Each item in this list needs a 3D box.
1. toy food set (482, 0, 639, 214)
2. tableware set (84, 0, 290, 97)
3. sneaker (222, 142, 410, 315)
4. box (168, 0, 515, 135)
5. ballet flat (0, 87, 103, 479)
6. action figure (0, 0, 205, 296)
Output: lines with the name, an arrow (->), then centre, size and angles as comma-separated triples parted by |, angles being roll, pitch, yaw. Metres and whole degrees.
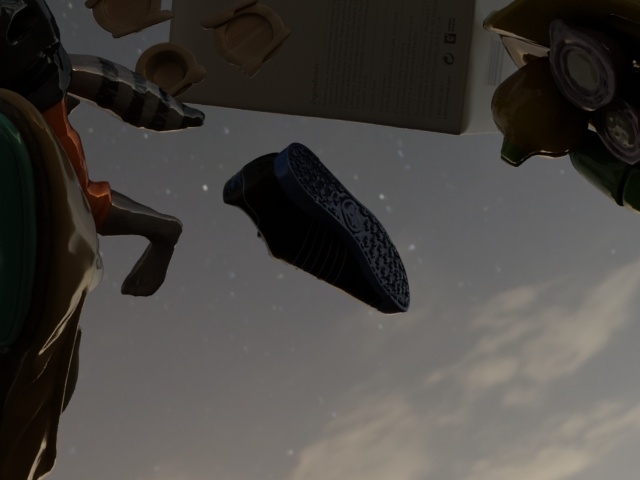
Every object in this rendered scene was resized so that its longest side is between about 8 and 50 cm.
toy food set -> 0.155, -0.036, 0.462 | 0.071, 0.218, 0.128 | -55, -32, -11
tableware set -> -0.121, -0.200, 0.952 | 0.141, 0.168, 0.020 | -33, -17, -7
sneaker -> 0.000, 0.000, 1.053 | 0.090, 0.081, 0.232 | -22, -54, 29
box -> 0.030, -0.221, 1.203 | 0.215, 0.345, 0.168 | -17, -66, -67
ballet flat -> -0.133, 0.031, 0.457 | 0.073, 0.080, 0.232 | -28, -33, -50
action figure -> -0.221, -0.149, 0.677 | 0.179, 0.341, 0.330 | -28, -32, 3
